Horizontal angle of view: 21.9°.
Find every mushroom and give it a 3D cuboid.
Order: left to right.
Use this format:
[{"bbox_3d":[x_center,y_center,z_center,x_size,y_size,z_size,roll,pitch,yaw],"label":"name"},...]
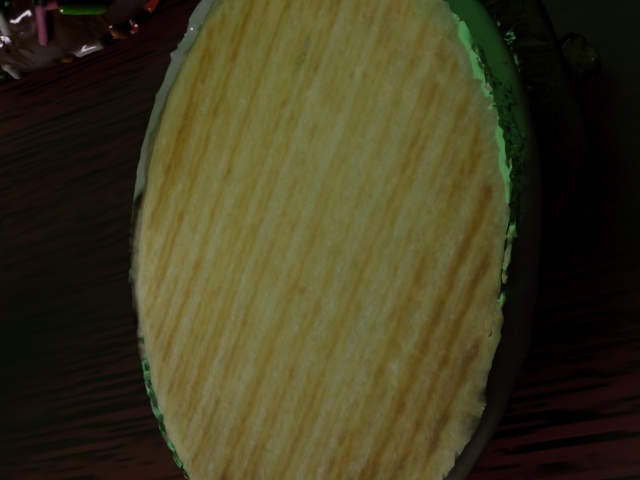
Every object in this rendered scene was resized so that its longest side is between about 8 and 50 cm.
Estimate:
[{"bbox_3d":[0.065,-0.054,0.698,0.109,0.085,0.126,-34,56,14],"label":"mushroom"}]

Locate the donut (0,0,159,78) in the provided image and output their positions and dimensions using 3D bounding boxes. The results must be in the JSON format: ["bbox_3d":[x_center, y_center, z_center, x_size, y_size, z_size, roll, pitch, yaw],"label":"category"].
[{"bbox_3d":[-0.157,-0.217,1.040,0.270,0.103,0.269,-24,47,29],"label":"donut"}]

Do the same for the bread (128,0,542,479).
[{"bbox_3d":[0.000,0.000,0.680,0.267,0.040,0.266,-7,81,53],"label":"bread"}]
